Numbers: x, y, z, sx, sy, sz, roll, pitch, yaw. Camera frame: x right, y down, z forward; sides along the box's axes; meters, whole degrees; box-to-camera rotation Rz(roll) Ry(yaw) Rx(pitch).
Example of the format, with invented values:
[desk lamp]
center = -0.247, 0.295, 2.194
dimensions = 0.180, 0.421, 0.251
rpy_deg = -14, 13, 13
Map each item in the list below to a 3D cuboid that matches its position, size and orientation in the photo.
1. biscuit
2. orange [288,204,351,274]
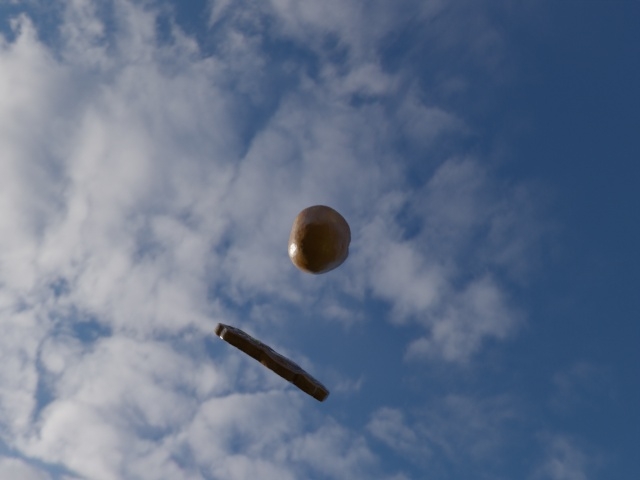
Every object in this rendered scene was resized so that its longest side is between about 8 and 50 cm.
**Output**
[biscuit]
center = -0.106, 0.271, 1.485
dimensions = 0.295, 0.186, 0.044
rpy_deg = 32, -95, 4
[orange]
center = 0.000, 0.000, 1.461
dimensions = 0.136, 0.159, 0.158
rpy_deg = 12, -60, -9
